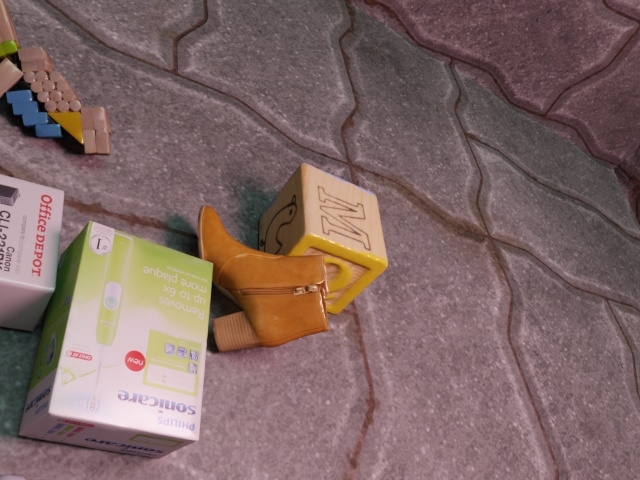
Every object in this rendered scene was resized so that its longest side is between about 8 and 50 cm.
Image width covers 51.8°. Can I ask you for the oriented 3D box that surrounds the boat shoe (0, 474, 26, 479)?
[{"bbox_3d":[-0.365,0.423,0.644,0.156,0.136,0.367,8,59,-33],"label":"boat shoe"}]

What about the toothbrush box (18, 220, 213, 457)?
[{"bbox_3d":[-0.280,0.144,0.944,0.206,0.122,0.283,23,51,-31],"label":"toothbrush box"}]

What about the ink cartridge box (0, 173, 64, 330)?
[{"bbox_3d":[-0.514,-0.002,0.921,0.273,0.114,0.197,16,44,-32],"label":"ink cartridge box"}]

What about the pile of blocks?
[{"bbox_3d":[-0.528,-0.277,1.210,0.362,0.149,0.112,48,-7,-8],"label":"pile of blocks"}]

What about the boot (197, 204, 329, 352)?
[{"bbox_3d":[-0.098,0.048,1.172,0.211,0.104,0.295,-15,66,1],"label":"boot"}]

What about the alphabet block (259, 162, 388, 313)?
[{"bbox_3d":[0.000,0.000,1.323,0.193,0.192,0.197,20,41,-25],"label":"alphabet block"}]
